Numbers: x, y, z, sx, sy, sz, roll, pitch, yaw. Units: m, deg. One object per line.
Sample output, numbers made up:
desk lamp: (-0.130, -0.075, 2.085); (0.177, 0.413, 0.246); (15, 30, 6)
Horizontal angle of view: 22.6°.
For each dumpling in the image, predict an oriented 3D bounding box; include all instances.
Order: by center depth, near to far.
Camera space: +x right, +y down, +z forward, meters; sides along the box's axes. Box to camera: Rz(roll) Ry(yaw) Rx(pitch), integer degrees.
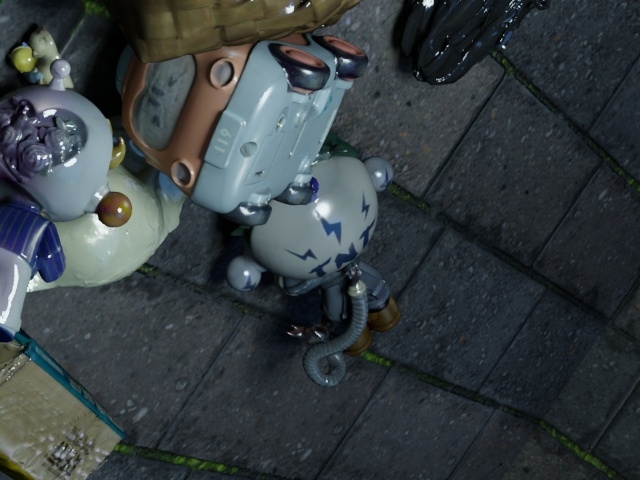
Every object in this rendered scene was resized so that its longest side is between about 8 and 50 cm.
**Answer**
dumpling: (-0.264, -0.044, 1.760); (0.258, 0.147, 0.193); (-31, 113, -25)

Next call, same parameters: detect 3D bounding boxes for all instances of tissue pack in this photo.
tissue pack: (-0.359, 0.164, 1.770); (0.134, 0.192, 0.271); (-49, 149, -11)

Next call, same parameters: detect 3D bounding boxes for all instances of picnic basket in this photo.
picnic basket: (-0.051, -0.352, 1.530); (0.337, 0.293, 0.337); (-30, 169, -6)

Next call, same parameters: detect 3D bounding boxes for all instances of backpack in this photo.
backpack: (0.204, -0.323, 2.146); (0.258, 0.133, 0.206); (-54, 148, 13)

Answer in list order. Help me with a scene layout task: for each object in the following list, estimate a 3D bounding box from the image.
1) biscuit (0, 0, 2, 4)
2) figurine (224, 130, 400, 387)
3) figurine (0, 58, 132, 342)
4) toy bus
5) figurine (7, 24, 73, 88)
biscuit: (-0.336, -0.257, 1.546); (0.046, 0.016, 0.089); (-37, 147, -30)
figurine: (0.001, -0.003, 2.125); (0.261, 0.186, 0.382); (-50, 146, -18)
figurine: (-0.311, -0.040, 1.619); (0.274, 0.194, 0.133); (-49, 162, -18)
toy bus: (-0.097, -0.158, 1.748); (0.194, 0.232, 0.288); (-64, 166, 20)
figurine: (-0.292, -0.181, 1.662); (0.051, 0.047, 0.083); (-34, 141, -13)
